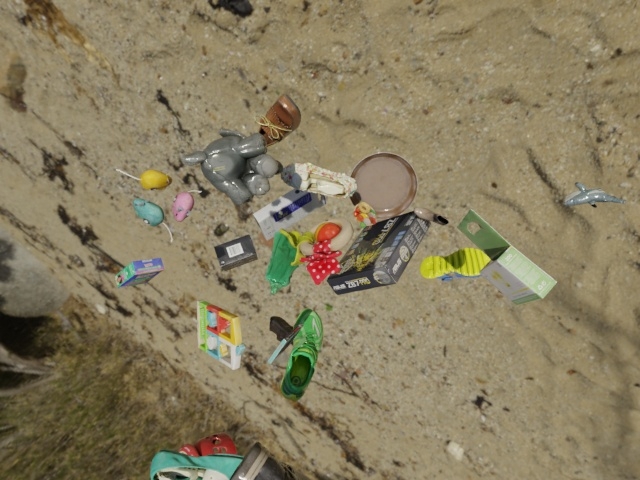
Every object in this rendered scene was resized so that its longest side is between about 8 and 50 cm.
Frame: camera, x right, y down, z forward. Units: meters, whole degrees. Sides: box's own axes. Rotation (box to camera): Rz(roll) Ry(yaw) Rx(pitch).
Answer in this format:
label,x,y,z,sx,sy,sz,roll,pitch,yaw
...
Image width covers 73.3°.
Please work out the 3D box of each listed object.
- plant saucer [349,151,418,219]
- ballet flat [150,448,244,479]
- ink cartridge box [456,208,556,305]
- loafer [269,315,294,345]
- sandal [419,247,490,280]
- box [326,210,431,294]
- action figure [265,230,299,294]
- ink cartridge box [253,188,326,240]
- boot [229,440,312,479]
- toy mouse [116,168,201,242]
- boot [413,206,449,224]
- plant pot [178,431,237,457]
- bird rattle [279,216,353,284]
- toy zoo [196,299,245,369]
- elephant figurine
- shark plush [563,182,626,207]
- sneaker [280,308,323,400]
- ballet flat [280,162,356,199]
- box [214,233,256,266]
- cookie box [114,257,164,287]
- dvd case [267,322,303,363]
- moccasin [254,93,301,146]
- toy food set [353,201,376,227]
label,x,y,z,sx,sy,sz,roll,pitch,yaw
plant saucer,0.279,-0.248,1.935,0.310,0.050,0.310,2,114,4
ballet flat,-0.298,0.572,1.051,0.247,0.087,0.083,2,125,5
ink cartridge box,0.407,0.044,1.002,0.235,0.056,0.171,43,175,14
loafer,-0.148,0.413,1.883,0.080,0.078,0.220,6,-162,-44
sandal,0.592,0.111,1.831,0.317,0.126,0.138,-8,157,44
box,0.241,0.046,1.758,0.318,0.395,0.097,-15,116,45
action figure,-0.120,0.081,1.387,0.137,0.232,0.063,20,135,-1
ink cartridge box,-0.133,-0.143,1.941,0.065,0.332,0.165,53,168,29
boot,-0.048,0.569,0.898,0.284,0.138,0.377,28,143,14
toy mouse,-0.291,-0.068,0.817,0.031,0.161,0.143,-25,74,44
boot,0.400,-0.087,1.532,0.118,0.042,0.087,20,-176,-13
plant pot,-0.420,0.820,1.574,0.191,0.191,0.174,10,180,45
bird rattle,0.000,0.000,1.217,0.143,0.207,0.253,57,160,-20
toy zoo,-0.363,0.344,1.565,0.293,0.030,0.192,11,104,44
elephant figurine,-0.190,-0.179,1.009,0.186,0.169,0.239,56,-179,-22
shark plush,0.876,-0.126,1.377,0.161,0.067,0.073,19,151,27
sneaker,-0.044,0.354,1.364,0.109,0.295,0.123,17,149,-9
ballet flat,-0.012,-0.175,1.275,0.241,0.077,0.091,10,121,10
box,-0.355,0.054,1.821,0.158,0.156,0.093,115,134,-77
cookie box,-0.511,0.092,1.215,0.107,0.092,0.040,-31,77,33
dvd case,-0.093,0.278,1.169,0.013,0.119,0.087,37,109,9
moccasin,-0.187,-0.479,1.763,0.139,0.147,0.380,53,160,-12
toy food set,0.139,-0.079,1.345,0.082,0.020,0.083,50,140,-3
